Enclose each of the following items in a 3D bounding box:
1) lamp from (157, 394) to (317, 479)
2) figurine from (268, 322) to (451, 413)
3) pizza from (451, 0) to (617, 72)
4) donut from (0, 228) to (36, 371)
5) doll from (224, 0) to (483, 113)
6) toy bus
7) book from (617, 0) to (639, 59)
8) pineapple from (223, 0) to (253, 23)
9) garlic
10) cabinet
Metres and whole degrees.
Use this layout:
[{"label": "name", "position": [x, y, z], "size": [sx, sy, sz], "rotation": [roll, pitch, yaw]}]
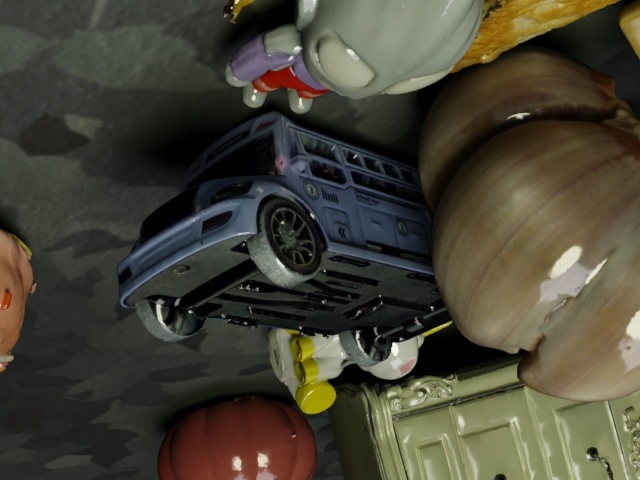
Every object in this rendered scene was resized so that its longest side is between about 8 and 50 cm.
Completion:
[{"label": "lamp", "position": [-0.090, 0.252, 1.114], "size": [0.182, 0.140, 0.182], "rotation": [-12, 157, -5]}, {"label": "figurine", "position": [0.038, 0.092, 0.949], "size": [0.178, 0.109, 0.129], "rotation": [-16, 178, 0]}, {"label": "pizza", "position": [0.122, -0.153, 0.548], "size": [0.188, 0.062, 0.199], "rotation": [-8, 164, -45]}, {"label": "donut", "position": [-0.304, 0.056, 0.699], "size": [0.233, 0.085, 0.199], "rotation": [-33, 149, 34]}, {"label": "doll", "position": [0.025, -0.113, 0.525], "size": [0.102, 0.075, 0.227], "rotation": [2, 170, -30]}, {"label": "toy bus", "position": [0.000, 0.000, 0.693], "size": [0.125, 0.133, 0.292], "rotation": [-29, 153, 35]}, {"label": "book", "position": [0.403, -0.117, 0.556], "size": [0.389, 0.032, 0.269], "rotation": [-24, 122, 31]}, {"label": "pineapple", "position": [0.022, -0.193, 0.398], "size": [0.135, 0.079, 0.233], "rotation": [-10, 153, -15]}, {"label": "garlic", "position": [0.141, -0.008, 0.611], "size": [0.191, 0.214, 0.160], "rotation": [-52, 177, 24]}, {"label": "cabinet", "position": [0.204, 0.258, 1.056], "size": [0.318, 0.289, 0.227], "rotation": [-12, 173, -11]}]
